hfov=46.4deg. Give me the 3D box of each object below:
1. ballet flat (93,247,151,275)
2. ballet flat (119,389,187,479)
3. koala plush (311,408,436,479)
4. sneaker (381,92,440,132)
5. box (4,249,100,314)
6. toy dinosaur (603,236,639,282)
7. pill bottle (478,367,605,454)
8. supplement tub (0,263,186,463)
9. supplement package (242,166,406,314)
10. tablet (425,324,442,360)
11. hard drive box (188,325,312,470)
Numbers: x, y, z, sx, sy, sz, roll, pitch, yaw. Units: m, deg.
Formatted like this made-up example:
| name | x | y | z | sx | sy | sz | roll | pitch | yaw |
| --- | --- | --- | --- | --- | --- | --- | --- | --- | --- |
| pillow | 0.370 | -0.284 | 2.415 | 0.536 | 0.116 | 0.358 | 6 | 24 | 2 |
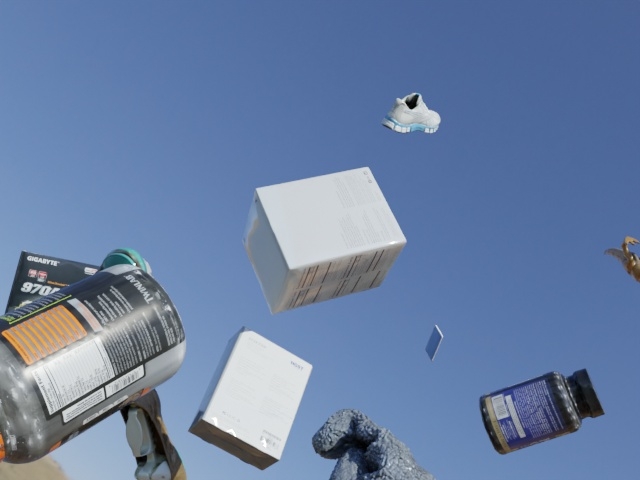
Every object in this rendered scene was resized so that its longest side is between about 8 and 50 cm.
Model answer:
| name | x | y | z | sx | sy | sz | roll | pitch | yaw |
| --- | --- | --- | --- | --- | --- | --- | --- | --- | --- |
| ballet flat | -0.351 | 0.066 | 1.321 | 0.247 | 0.087 | 0.083 | -32 | -97 | 45 |
| ballet flat | -0.418 | 0.507 | 1.823 | 0.116 | 0.124 | 0.342 | -7 | -73 | 13 |
| koala plush | 0.032 | 0.352 | 0.912 | 0.196 | 0.221 | 0.203 | 56 | -17 | -8 |
| sneaker | 0.219 | -0.290 | 1.679 | 0.071 | 0.190 | 0.083 | 35 | -61 | 28 |
| box | -0.604 | 0.132 | 1.742 | 0.220 | 0.175 | 0.051 | 13 | -12 | -9 |
| toy dinosaur | 0.584 | 0.040 | 1.401 | 0.211 | 0.064 | 0.112 | -124 | -155 | -53 |
| pill bottle | 0.432 | 0.330 | 1.462 | 0.219 | 0.123 | 0.123 | -23 | -54 | 16 |
| supplement tub | -0.384 | 0.184 | 1.097 | 0.207 | 0.338 | 0.207 | 20 | -57 | 35 |
| supplement package | 0.000 | 0.000 | 1.575 | 0.199 | 0.262 | 0.198 | 65 | -25 | 26 |
| tablet | 0.302 | 0.273 | 1.984 | 0.006 | 0.054 | 0.083 | 9 | -64 | -19 |
| hard drive box | -0.141 | 0.326 | 1.553 | 0.181 | 0.232 | 0.089 | 32 | -41 | -11 |
